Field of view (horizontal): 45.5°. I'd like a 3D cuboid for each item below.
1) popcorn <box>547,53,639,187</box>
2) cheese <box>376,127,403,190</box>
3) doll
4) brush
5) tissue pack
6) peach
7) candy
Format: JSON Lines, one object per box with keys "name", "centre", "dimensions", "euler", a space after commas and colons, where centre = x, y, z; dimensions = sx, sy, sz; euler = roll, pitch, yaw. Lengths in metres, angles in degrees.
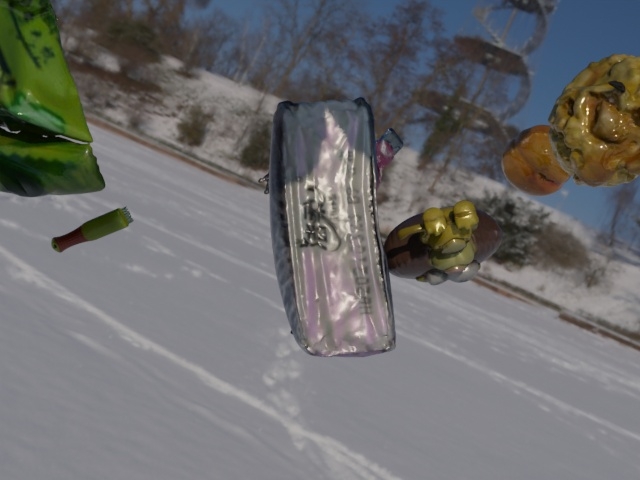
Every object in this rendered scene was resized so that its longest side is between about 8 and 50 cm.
{"name": "popcorn", "centre": [0.371, -0.147, 0.960], "dimensions": [0.180, 0.179, 0.170], "euler": [25, 3, 42]}
{"name": "cheese", "centre": [0.065, -0.103, 1.124], "dimensions": [0.095, 0.145, 0.038], "euler": [45, -2, -43]}
{"name": "doll", "centre": [0.136, 0.006, 0.901], "dimensions": [0.145, 0.096, 0.188], "euler": [-23, -15, 22]}
{"name": "brush", "centre": [-0.204, -0.009, 0.678], "dimensions": [0.018, 0.083, 0.021], "euler": [65, 21, -11]}
{"name": "tissue pack", "centre": [0.000, 0.000, 0.890], "dimensions": [0.122, 0.259, 0.361], "euler": [-8, -5, -6]}
{"name": "peach", "centre": [0.426, -0.152, 1.481], "dimensions": [0.138, 0.138, 0.138], "euler": [25, 1, 0]}
{"name": "candy", "centre": [-0.223, -0.146, 0.493], "dimensions": [0.149, 0.069, 0.246], "euler": [12, -49, 29]}
